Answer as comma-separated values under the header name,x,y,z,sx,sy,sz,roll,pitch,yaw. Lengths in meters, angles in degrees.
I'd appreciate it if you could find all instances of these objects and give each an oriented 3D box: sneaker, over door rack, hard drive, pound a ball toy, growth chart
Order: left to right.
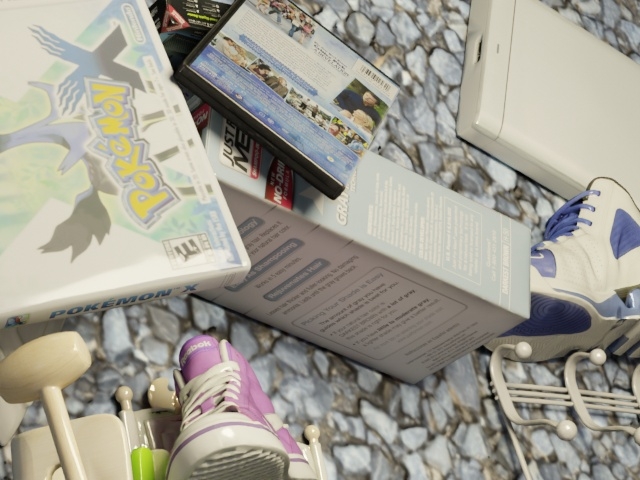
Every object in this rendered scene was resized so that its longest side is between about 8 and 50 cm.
name,x,y,z,sx,sy,sz,roll,pitch,yaw
pound a ball toy,-0.201,0.258,1.582,0.208,0.135,0.319,48,29,-63
sneaker,-0.095,0.151,1.690,0.161,0.102,0.282,62,1,16
growth chart,-0.080,0.214,1.814,0.237,0.021,0.172,13,57,-34
sneaker,0.273,0.027,2.163,0.315,0.127,0.182,5,53,-38
hard drive,0.318,-0.140,2.339,0.353,0.047,0.233,29,50,-25
over door rack,0.316,0.260,2.057,0.239,0.108,0.324,8,61,-36

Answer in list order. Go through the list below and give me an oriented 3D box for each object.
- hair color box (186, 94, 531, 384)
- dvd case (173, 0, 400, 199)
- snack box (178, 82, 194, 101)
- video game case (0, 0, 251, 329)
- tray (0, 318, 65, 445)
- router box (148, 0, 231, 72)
name,x,y,z,sx,sy,sz,roll,pitch,yaw
hair color box,0.000,0.000,1.890,0.374,0.185,0.114,24,53,-28
dvd case,-0.025,-0.146,1.825,0.180,0.022,0.253,37,29,-4
snack box,-0.157,-0.166,1.962,0.100,0.037,0.141,49,45,-4
video game case,-0.248,-0.085,1.655,0.300,0.036,0.329,-11,65,-27
tray,-0.245,0.030,1.718,0.145,0.030,0.270,71,27,-46
router box,-0.121,-0.192,1.914,0.122,0.092,0.038,8,60,-37
